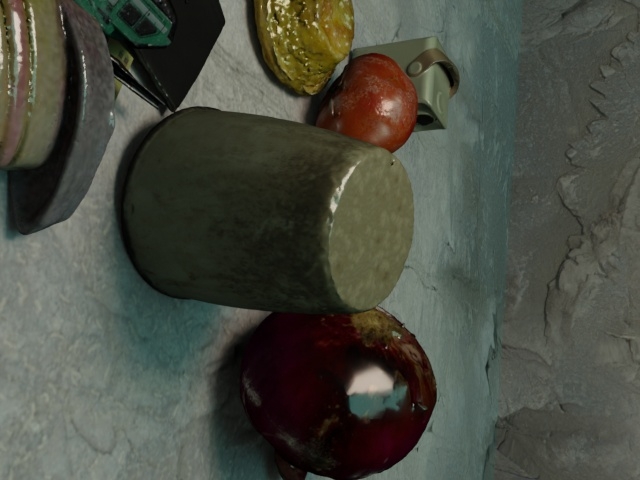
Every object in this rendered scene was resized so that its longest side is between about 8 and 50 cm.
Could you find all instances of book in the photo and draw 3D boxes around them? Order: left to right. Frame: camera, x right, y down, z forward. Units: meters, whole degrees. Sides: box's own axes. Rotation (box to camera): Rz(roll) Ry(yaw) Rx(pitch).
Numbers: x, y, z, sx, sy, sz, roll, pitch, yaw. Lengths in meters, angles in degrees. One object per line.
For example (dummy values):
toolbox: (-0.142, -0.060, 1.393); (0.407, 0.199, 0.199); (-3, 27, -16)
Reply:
book: (-0.291, -0.220, 0.967); (0.077, 0.014, 0.111); (52, 48, -55)

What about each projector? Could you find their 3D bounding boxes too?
projector: (0.192, -0.348, 1.672); (0.163, 0.242, 0.177); (33, 58, -60)

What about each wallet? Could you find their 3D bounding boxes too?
wallet: (-0.238, -0.383, 1.053); (0.323, 0.041, 0.247); (66, 32, -43)

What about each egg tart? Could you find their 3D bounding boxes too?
egg tart: (-0.017, -0.421, 1.401); (0.294, 0.123, 0.294); (9, 80, -61)

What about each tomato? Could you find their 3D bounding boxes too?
tomato: (0.099, -0.258, 1.507); (0.188, 0.232, 0.232); (30, 52, -12)

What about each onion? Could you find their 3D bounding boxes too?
onion: (0.008, 0.286, 1.266); (0.347, 0.347, 0.385); (-26, 147, -60)

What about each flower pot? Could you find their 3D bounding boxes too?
flower pot: (-0.063, -0.033, 1.018); (0.293, 0.330, 0.294); (-16, 111, -50)

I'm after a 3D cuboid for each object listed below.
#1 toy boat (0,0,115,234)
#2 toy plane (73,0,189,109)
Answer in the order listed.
toy boat: (-0.332, -0.157, 0.764); (0.293, 0.111, 0.276); (30, 78, -63)
toy plane: (-0.286, -0.311, 0.863); (0.155, 0.106, 0.381); (-54, 146, -1)
